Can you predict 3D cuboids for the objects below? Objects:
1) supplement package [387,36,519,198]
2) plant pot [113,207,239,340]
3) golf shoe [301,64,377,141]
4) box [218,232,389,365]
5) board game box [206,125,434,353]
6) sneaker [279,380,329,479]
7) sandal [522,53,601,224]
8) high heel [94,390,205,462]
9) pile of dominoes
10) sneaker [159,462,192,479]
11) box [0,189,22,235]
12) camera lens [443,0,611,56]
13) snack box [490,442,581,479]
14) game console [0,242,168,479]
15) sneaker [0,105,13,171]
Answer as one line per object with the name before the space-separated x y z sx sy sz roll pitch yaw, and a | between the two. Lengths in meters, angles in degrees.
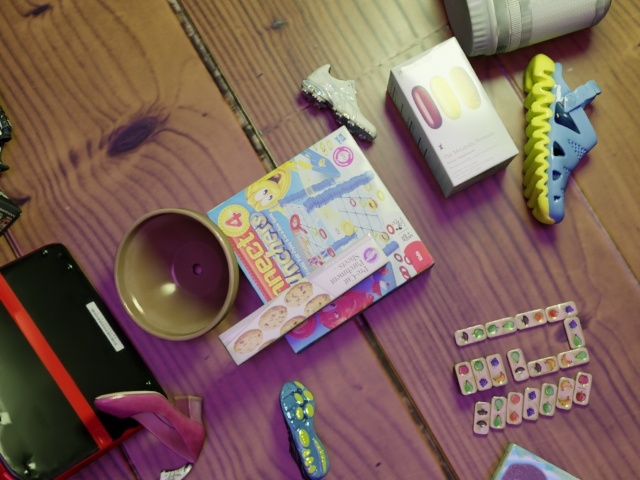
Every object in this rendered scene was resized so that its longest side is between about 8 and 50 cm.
supplement package | 0.238 -0.223 1.878 0.139 0.134 0.244 -28 83 -3
plant pot | -0.243 0.058 1.843 0.237 0.109 0.237 1 94 20
golf shoe | 0.050 -0.263 1.922 0.176 0.069 0.086 40 79 4
box | -0.029 0.104 1.788 0.324 0.063 0.067 -34 85 -3
board game box | 0.000 0.000 1.876 0.302 0.086 0.308 -33 84 -4
sneaker | -0.039 0.345 1.841 0.067 0.078 0.188 -5 67 -29
sandal | 0.447 -0.186 1.881 0.138 0.126 0.317 5 84 -3
high heel | -0.296 0.326 1.781 0.082 0.244 0.117 -9 74 32
pile of dominoes | 0.373 0.233 1.866 0.251 0.040 0.196 -15 83 -1
sneaker | -0.272 0.427 1.853 0.083 0.032 0.037 -39 84 -5
box | -0.702 0.005 1.729 0.097 0.395 0.318 43 85 7
camera lens | 0.376 -0.469 1.865 0.274 0.219 0.219 -17 83 -1
snack box | 0.441 0.520 1.818 0.322 0.060 0.187 28 84 4
game console | -0.493 0.219 1.787 0.342 0.060 0.387 -30 83 -44
sneaker | -0.626 -0.238 1.922 0.090 0.081 0.232 1 90 -2
